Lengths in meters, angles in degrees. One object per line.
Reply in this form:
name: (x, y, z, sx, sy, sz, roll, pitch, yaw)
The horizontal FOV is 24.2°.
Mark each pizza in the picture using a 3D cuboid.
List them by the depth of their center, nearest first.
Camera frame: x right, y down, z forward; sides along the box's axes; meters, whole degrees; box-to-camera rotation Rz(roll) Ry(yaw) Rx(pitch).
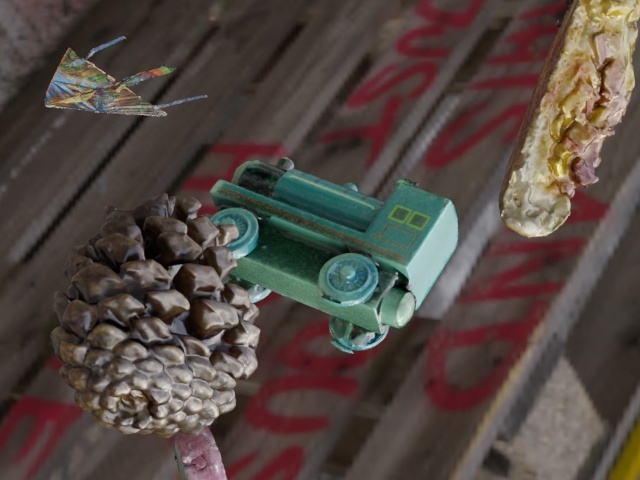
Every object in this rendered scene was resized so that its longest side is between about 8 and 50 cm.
pizza: (0.225, -0.132, 1.272, 0.289, 0.081, 0.228, -63, 171, -53)

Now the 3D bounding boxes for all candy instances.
candy: (-0.124, 0.242, 1.559, 0.043, 0.103, 0.103, -16, 108, -10)

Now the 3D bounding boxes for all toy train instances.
toy train: (0.000, 0.000, 1.744, 0.194, 0.298, 0.120, -55, 151, -26)

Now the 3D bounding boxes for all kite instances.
kite: (-0.219, -0.155, 1.535, 0.183, 0.160, 0.010, 33, 48, -58)

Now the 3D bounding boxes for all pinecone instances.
pinecone: (-0.143, 0.066, 1.283, 0.179, 0.184, 0.204, 19, 35, -18)
